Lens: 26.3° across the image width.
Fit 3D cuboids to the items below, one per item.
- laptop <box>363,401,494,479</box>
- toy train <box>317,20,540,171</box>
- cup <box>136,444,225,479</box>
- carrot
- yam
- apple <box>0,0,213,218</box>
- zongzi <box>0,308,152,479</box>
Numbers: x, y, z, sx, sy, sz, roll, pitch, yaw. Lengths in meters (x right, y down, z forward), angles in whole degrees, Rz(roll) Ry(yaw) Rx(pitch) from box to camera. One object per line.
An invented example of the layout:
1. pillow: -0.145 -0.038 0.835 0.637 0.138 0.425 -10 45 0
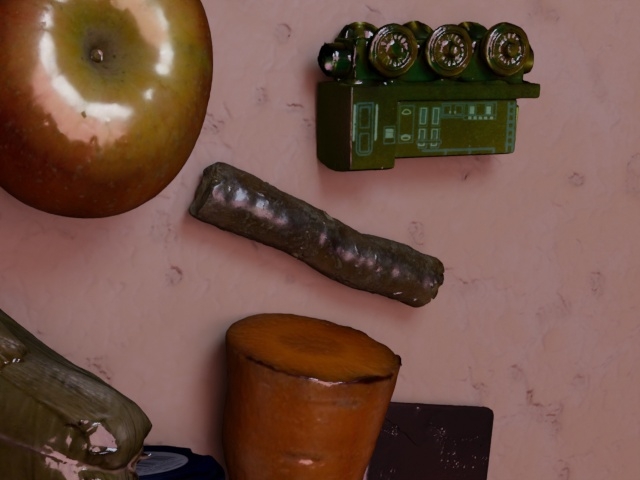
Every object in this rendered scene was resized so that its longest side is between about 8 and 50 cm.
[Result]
1. laptop: 0.092 0.260 1.340 0.154 0.026 0.207 6 92 -27
2. toy train: 0.102 -0.137 1.288 0.226 0.090 0.137 -4 102 -24
3. cup: -0.121 0.311 1.125 0.178 0.255 0.256 -7 97 -58
4. carrot: -0.016 0.194 1.230 0.159 0.159 0.225 0 102 -25
5. yam: 0.000 0.000 1.263 0.253 0.061 0.061 23 83 -25
6. apple: -0.193 -0.135 1.108 0.210 0.173 0.234 32 71 -18
7. zongzi: -0.264 0.062 1.055 0.274 0.145 0.299 0 82 14
